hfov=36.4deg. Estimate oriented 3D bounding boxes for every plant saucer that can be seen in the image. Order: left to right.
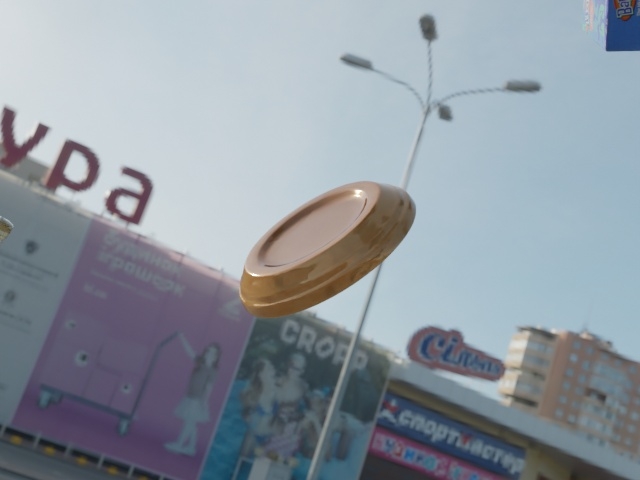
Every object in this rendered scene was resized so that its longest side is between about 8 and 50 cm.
[{"bbox_3d":[0.000,0.000,0.967,0.200,0.200,0.037,-3,-54,54],"label":"plant saucer"}]

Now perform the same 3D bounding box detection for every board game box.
[{"bbox_3d":[0.383,-0.343,1.276,0.047,0.160,0.210,0,19,7],"label":"board game box"}]

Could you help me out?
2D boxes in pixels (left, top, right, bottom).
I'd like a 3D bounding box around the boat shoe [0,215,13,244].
[{"bbox_3d":[-0.352,-0.020,0.876,0.170,0.059,0.063,21,-9,32],"label":"boat shoe"}]
